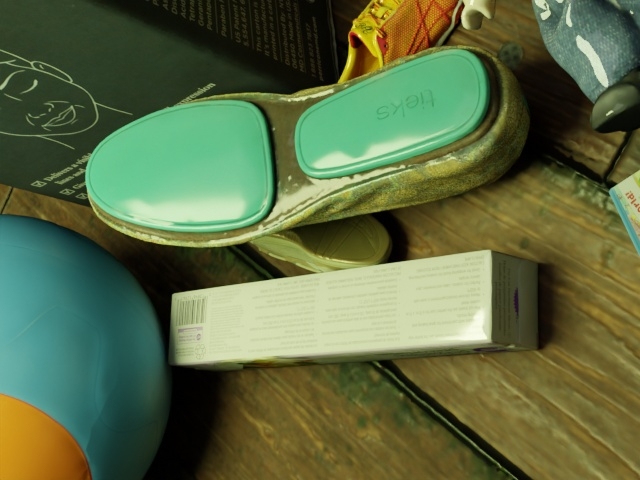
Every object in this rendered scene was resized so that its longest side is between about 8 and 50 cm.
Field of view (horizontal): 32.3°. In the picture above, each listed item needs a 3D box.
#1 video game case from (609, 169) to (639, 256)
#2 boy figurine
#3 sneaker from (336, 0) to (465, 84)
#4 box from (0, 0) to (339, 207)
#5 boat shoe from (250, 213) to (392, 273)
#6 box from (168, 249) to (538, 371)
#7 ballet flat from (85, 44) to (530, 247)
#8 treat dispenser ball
[{"bbox_3d":[0.267,-0.025,0.663,0.166,0.015,0.119,-36,57,30],"label":"video game case"},{"bbox_3d":[0.153,-0.208,0.715,0.177,0.092,0.285,-36,72,32],"label":"boy figurine"},{"bbox_3d":[0.062,-0.169,0.856,0.064,0.067,0.175,26,95,45],"label":"sneaker"},{"bbox_3d":[-0.225,-0.197,0.901,0.293,0.395,0.212,-22,65,36],"label":"box"},{"bbox_3d":[-0.001,0.001,0.889,0.153,0.048,0.056,11,58,38],"label":"boat shoe"},{"bbox_3d":[0.011,0.060,0.843,0.324,0.063,0.067,-10,73,41],"label":"box"},{"bbox_3d":[-0.010,-0.057,0.828,0.348,0.123,0.123,-12,70,25],"label":"ballet flat"},{"bbox_3d":[-0.270,0.121,0.933,0.288,0.288,0.288,-13,70,40],"label":"treat dispenser ball"}]
